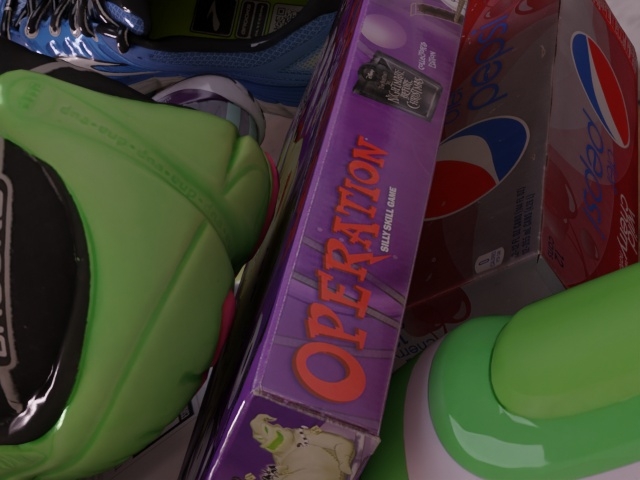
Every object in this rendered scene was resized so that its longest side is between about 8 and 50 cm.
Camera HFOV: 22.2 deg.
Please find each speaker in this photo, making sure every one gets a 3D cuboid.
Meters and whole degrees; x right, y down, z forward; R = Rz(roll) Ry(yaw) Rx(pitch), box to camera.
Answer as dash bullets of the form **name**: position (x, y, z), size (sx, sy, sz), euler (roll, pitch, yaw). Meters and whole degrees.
- **speaker**: position (0.161, 0.044, 0.485), size (0.296, 0.131, 0.131), euler (-24, 29, 29)

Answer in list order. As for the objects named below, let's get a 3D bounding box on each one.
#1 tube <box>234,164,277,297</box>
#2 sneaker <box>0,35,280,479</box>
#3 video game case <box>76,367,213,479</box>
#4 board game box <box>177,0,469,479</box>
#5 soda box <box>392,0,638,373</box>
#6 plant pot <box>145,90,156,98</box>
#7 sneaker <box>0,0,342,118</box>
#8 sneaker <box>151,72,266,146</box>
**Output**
- **tube**: position (-0.001, -0.021, 0.893), size (0.070, 0.062, 0.240), euler (13, 36, 6)
- **sneaker**: position (-0.203, 0.044, 0.735), size (0.483, 0.202, 0.185), euler (-40, 20, 44)
- **video game case**: position (-0.182, 0.115, 0.931), size (0.300, 0.036, 0.329), euler (-36, 26, 6)
- **board game box**: position (0.000, 0.000, 0.662), size (0.347, 0.056, 0.208), euler (-75, 11, -46)
- **soda box**: position (0.089, -0.029, 0.747), size (0.092, 0.083, 0.263), euler (-24, 29, 27)
- **plant pot**: position (-0.226, -0.173, 1.224), size (0.271, 0.271, 0.255), euler (-25, 43, 27)
- **sneaker**: position (-0.120, -0.154, 0.995), size (0.330, 0.147, 0.130), euler (1, 73, 13)
- **sneaker**: position (-0.134, -0.015, 0.943), size (0.223, 0.083, 0.098), euler (-30, 32, 16)
